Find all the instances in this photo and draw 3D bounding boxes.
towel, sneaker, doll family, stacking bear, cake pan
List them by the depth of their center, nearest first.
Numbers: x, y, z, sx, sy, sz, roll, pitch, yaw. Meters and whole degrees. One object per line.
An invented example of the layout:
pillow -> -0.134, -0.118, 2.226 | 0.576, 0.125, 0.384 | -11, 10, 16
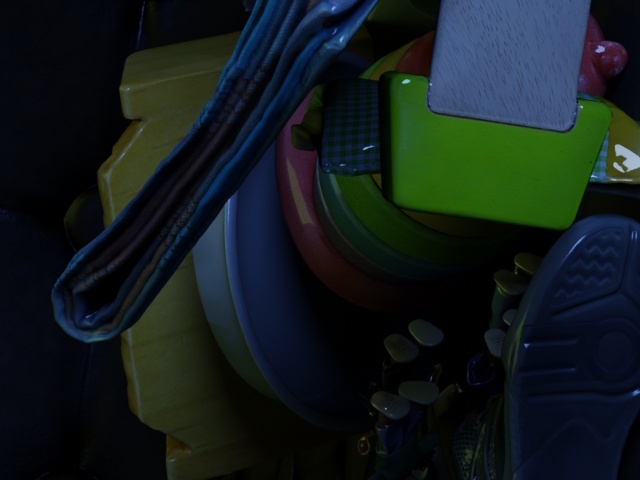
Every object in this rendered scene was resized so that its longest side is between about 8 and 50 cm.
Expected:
towel -> 0.020, -0.133, 0.801 | 0.271, 0.040, 0.370 | -48, 6, 50
sneaker -> 0.121, 0.087, 0.942 | 0.130, 0.087, 0.228 | -125, 39, -70
doll family -> 0.085, 0.089, 1.048 | 0.076, 0.193, 0.111 | 43, 149, 39
stacking bear -> 0.090, -0.073, 1.136 | 0.289, 0.175, 0.164 | 130, 151, -61
cake pan -> 0.000, 0.000, 1.344 | 0.293, 0.054, 0.293 | 8, -100, -54

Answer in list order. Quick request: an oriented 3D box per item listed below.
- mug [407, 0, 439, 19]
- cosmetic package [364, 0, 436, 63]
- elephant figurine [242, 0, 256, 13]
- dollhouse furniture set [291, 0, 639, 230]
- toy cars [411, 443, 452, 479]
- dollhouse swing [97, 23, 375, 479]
mug -> 0.126, -0.233, 1.196 | 0.150, 0.113, 0.169 | 165, 116, -79
cosmetic package -> 0.108, -0.341, 1.471 | 0.377, 0.097, 0.284 | 121, 156, -70
elephant figurine -> -0.007, -0.235, 1.217 | 0.169, 0.186, 0.239 | -52, 10, 33
dollhouse furniture set -> 0.105, -0.095, 0.855 | 0.301, 0.197, 0.151 | -134, 52, -79
toy cars -> 0.083, 0.240, 1.075 | 0.394, 0.087, 0.176 | -104, 20, -79
dollhouse swing -> -0.083, -0.023, 1.573 | 0.305, 0.315, 0.347 | 30, 130, 59
